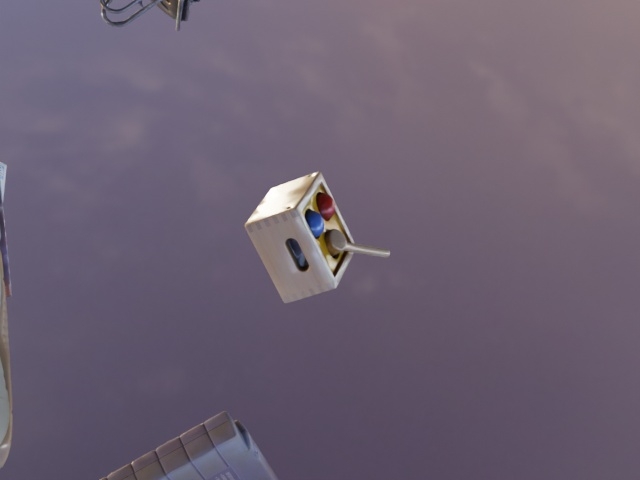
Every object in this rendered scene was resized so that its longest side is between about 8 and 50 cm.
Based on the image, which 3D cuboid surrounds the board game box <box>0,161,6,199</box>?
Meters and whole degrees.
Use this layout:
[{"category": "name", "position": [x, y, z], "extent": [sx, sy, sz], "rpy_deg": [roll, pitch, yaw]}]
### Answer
[{"category": "board game box", "position": [-0.596, -0.022, 1.613], "extent": [0.144, 0.275, 0.142], "rpy_deg": [35, -147, -38]}]

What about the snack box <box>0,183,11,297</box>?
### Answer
[{"category": "snack box", "position": [-0.375, -0.017, 1.217], "extent": [0.064, 0.178, 0.022], "rpy_deg": [-9, -155, -23]}]

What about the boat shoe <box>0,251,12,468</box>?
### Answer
[{"category": "boat shoe", "position": [-0.357, 0.082, 1.081], "extent": [0.092, 0.103, 0.285], "rpy_deg": [1, -112, -33]}]

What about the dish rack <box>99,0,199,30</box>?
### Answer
[{"category": "dish rack", "position": [-0.147, -0.206, 0.599], "extent": [0.074, 0.271, 0.208], "rpy_deg": [-43, -91, -12]}]

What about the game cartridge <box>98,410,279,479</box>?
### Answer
[{"category": "game cartridge", "position": [-0.178, 0.381, 1.646], "extent": [0.230, 0.355, 0.068], "rpy_deg": [-32, -123, -8]}]

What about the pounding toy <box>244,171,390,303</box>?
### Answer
[{"category": "pounding toy", "position": [0.000, 0.000, 1.354], "extent": [0.100, 0.141, 0.130], "rpy_deg": [-18, -160, 24]}]
